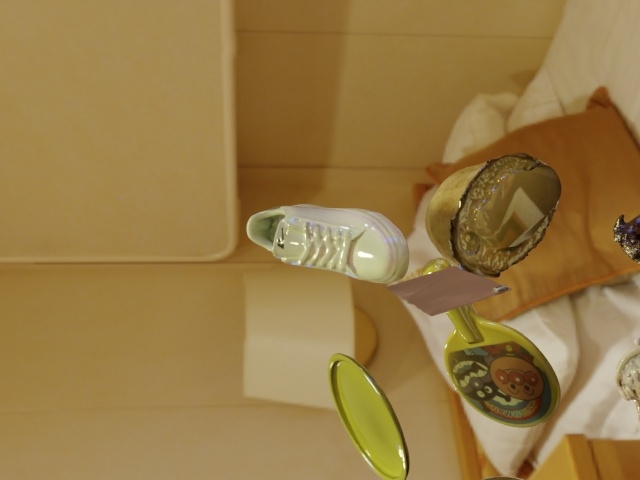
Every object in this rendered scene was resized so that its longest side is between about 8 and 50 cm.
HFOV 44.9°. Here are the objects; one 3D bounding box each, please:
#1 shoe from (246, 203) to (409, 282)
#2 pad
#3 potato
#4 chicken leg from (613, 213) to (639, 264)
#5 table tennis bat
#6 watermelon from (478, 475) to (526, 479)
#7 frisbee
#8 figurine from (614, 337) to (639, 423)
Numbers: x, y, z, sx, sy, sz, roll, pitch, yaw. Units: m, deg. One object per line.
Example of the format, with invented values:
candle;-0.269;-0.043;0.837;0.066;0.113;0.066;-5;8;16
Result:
shoe;0.000;0.000;1.483;0.363;0.160;0.131;19;109;49
pad;0.165;0.063;1.039;0.188;0.113;0.006;-151;44;-75
potato;0.335;-0.059;1.621;0.285;0.242;0.242;-56;2;-6
chicken leg;0.491;0.028;0.981;0.106;0.253;0.051;-62;-3;-37
table tennis bat;0.295;0.192;1.413;0.224;0.054;0.368;-22;103;48
watermelon;0.324;0.530;1.345;0.242;0.242;0.242;180;90;-85
frisbee;0.078;0.292;1.275;0.236;0.017;0.236;49;151;39
figurine;0.794;0.352;1.851;0.141;0.163;0.236;-38;-65;-72
